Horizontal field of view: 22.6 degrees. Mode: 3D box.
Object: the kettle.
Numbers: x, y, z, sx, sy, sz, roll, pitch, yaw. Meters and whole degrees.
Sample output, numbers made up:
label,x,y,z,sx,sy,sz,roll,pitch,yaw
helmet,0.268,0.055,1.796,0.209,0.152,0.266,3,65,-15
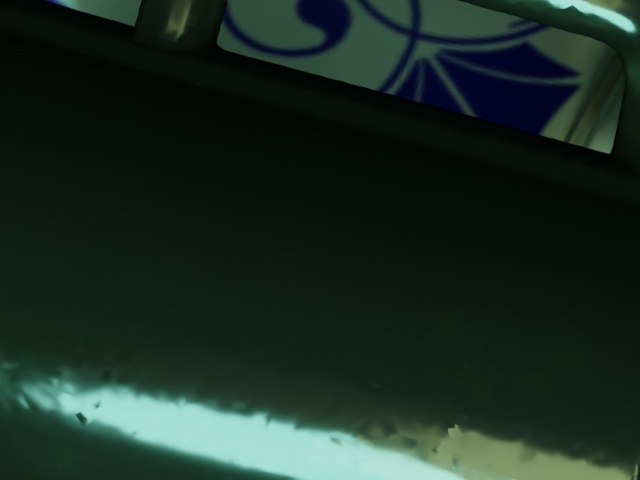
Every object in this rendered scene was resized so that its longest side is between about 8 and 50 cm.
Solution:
label,x,y,z,sx,sy,sz,roll,pitch,yaw
kettle,0.001,0.006,0.679,0.308,0.262,0.203,13,165,9
